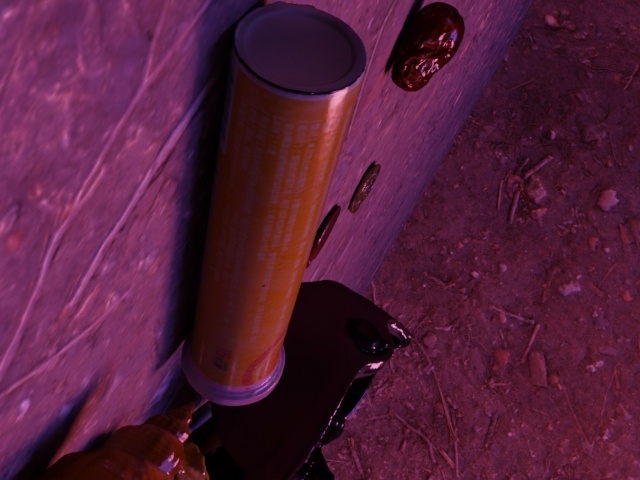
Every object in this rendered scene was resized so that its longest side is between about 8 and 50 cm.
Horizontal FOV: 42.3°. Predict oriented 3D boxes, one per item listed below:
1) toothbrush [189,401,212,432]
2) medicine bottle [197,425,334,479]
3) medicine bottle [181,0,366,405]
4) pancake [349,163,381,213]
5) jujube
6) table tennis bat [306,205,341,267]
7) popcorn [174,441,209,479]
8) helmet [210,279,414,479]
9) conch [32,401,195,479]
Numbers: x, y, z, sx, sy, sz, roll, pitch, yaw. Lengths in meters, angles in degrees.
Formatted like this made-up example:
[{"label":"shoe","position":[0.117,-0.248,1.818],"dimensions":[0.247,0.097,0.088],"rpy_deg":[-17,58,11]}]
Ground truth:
[{"label":"toothbrush","position":[-0.173,0.248,1.121],"dimensions":[0.276,0.019,0.025],"rpy_deg":[-23,134,-77]},{"label":"medicine bottle","position":[-0.088,0.385,1.357],"dimensions":[0.242,0.243,0.395],"rpy_deg":[-62,177,7]},{"label":"medicine bottle","position":[-0.052,0.002,0.704],"dimensions":[0.108,0.108,0.426],"rpy_deg":[-55,169,-37]},{"label":"pancake","position":[0.082,-0.095,1.510],"dimensions":[0.108,0.017,0.108],"rpy_deg":[-55,170,-15]},{"label":"jujube","position":[0.143,-0.259,1.119],"dimensions":[0.129,0.077,0.077],"rpy_deg":[-58,174,32]},{"label":"table tennis bat","position":[0.000,0.000,1.336],"dimensions":[0.098,0.019,0.154],"rpy_deg":[-65,173,35]},{"label":"popcorn","position":[-0.182,0.268,0.778],"dimensions":[0.174,0.142,0.173],"rpy_deg":[-37,-179,1]},{"label":"helmet","position":[-0.036,0.170,1.071],"dimensions":[0.271,0.197,0.338],"rpy_deg":[-56,167,26]},{"label":"conch","position":[-0.215,0.238,0.626],"dimensions":[0.330,0.093,0.109],"rpy_deg":[-39,-176,-27]}]
